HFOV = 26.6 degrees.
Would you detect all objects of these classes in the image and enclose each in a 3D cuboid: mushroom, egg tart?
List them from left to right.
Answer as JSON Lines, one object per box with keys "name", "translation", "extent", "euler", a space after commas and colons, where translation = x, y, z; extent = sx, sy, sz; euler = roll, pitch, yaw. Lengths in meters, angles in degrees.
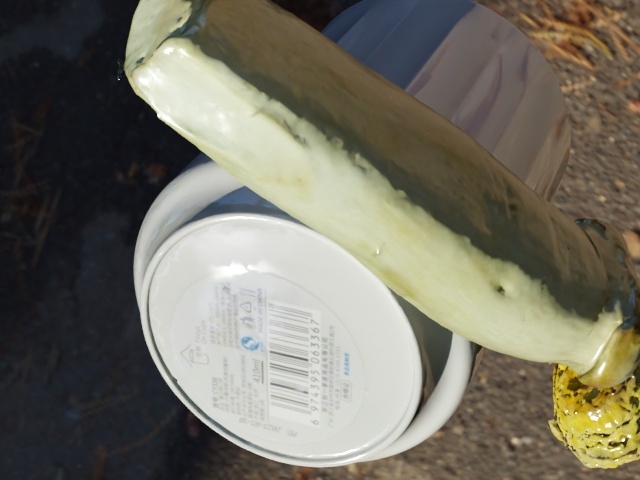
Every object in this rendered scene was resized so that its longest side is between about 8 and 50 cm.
{"name": "mushroom", "translation": [0.042, -0.021, 0.649], "extent": [0.081, 0.312, 0.100], "euler": [-46, 31, 21]}
{"name": "egg tart", "translation": [0.211, 0.103, 0.990], "extent": [0.130, 0.052, 0.130], "euler": [-32, 44, 36]}

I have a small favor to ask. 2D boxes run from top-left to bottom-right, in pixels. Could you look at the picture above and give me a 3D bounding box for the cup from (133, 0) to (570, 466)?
{"name": "cup", "translation": [0.000, 0.000, 0.996], "extent": [0.323, 0.236, 0.327], "euler": [-27, 17, 36]}
